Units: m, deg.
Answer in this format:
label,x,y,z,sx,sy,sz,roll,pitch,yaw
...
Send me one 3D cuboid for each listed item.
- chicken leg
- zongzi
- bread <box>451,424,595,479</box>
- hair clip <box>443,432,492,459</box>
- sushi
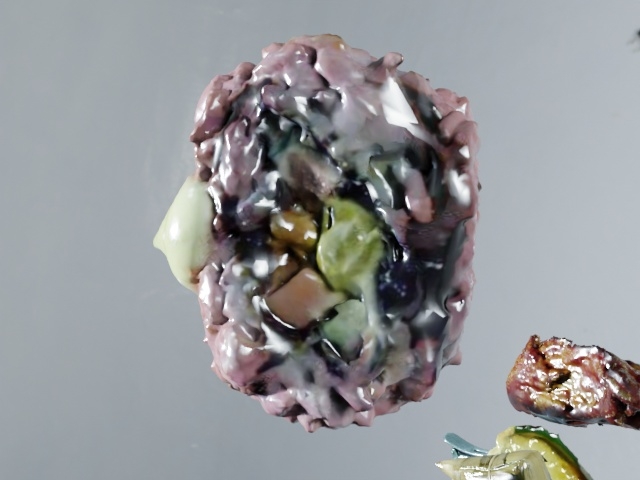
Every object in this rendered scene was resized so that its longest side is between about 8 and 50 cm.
label,x,y,z,sx,sy,sz,roll,pitch,yaw
chicken leg,0.117,0.069,0.448,0.145,0.062,0.037,-16,54,69
zongzi,0.119,0.176,0.629,0.083,0.040,0.076,-21,91,43
bread,0.228,0.327,1.100,0.174,0.251,0.133,-41,12,-17
hair clip,0.349,0.435,2.003,0.229,0.039,0.070,-14,93,52
sushi,0.000,0.000,0.682,0.237,0.171,0.270,6,90,1
